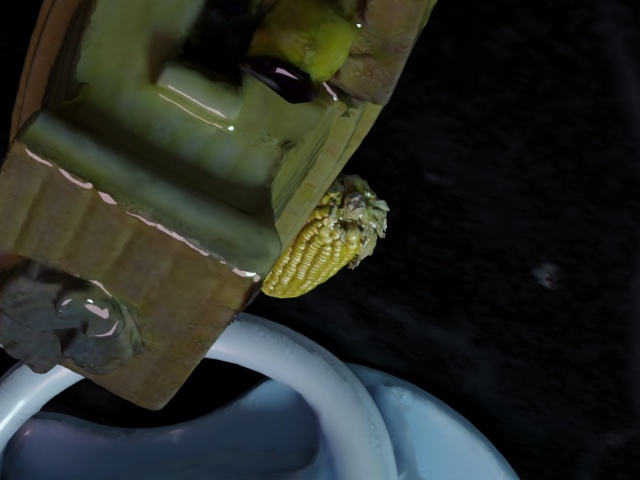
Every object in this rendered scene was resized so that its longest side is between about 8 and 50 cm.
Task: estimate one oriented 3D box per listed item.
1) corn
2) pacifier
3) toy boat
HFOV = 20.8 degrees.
[{"bbox_3d":[0.000,0.000,0.572,0.028,0.027,0.083,33,154,-7],"label":"corn"},{"bbox_3d":[-0.039,0.145,0.738,0.287,0.238,0.226,-14,176,11],"label":"pacifier"},{"bbox_3d":[-0.037,-0.030,0.443,0.089,0.121,0.321,30,153,-5],"label":"toy boat"}]
